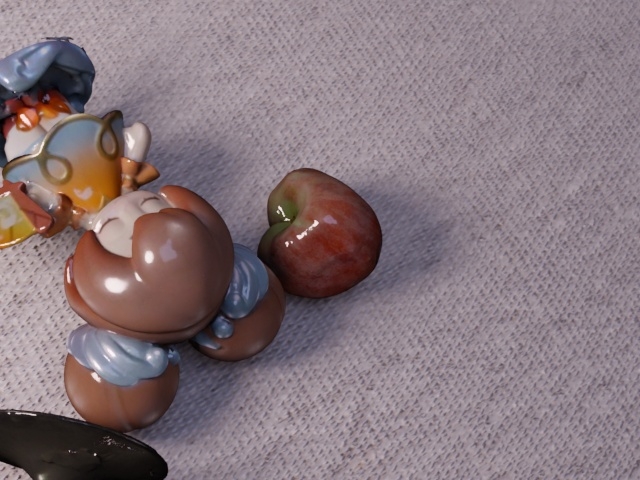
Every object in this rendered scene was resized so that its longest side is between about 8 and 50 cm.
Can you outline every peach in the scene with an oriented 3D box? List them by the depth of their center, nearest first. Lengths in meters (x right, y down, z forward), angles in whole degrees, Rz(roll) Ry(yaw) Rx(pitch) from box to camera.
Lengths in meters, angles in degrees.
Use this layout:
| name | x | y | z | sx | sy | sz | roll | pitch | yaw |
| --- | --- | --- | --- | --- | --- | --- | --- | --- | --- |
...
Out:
| name | x | y | z | sx | sy | sz | roll | pitch | yaw |
| --- | --- | --- | --- | --- | --- | --- | --- | --- | --- |
| peach | 0.000 | 0.000 | 1.737 | 0.152 | 0.152 | 0.152 | 5 | 65 | -12 |

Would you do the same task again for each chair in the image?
| name | x | y | z | sx | sy | sz | roll | pitch | yaw |
| --- | --- | --- | --- | --- | --- | --- | --- | --- | --- |
| chair | -0.295 | 0.390 | 1.428 | 0.227 | 0.226 | 0.400 | 13 | 64 | -8 |

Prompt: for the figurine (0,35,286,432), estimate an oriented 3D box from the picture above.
| name | x | y | z | sx | sy | sz | roll | pitch | yaw |
| --- | --- | --- | --- | --- | --- | --- | --- | --- | --- |
| figurine | -0.239 | -0.007 | 1.634 | 0.277 | 0.248 | 0.388 | -34 | 68 | -22 |
